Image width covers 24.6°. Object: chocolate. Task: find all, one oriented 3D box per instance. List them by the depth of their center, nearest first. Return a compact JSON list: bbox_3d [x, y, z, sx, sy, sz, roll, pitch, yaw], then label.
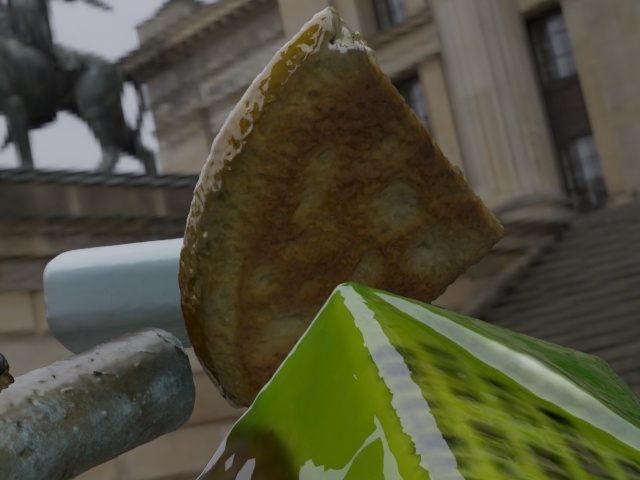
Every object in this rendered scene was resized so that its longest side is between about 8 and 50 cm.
[{"bbox_3d":[0.008,0.190,0.424,0.137,0.301,0.289,29,15,-22],"label":"chocolate"}]

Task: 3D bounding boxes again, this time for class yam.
[{"bbox_3d":[-0.193,0.134,1.070,0.093,0.093,0.259,-19,1,33],"label":"yam"}]

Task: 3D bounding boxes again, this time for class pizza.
[{"bbox_3d":[-0.025,-0.010,1.091,0.258,0.087,0.268,-40,-46,1],"label":"pizza"}]

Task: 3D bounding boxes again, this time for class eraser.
[{"bbox_3d":[-0.080,0.042,1.313,0.290,0.104,0.189,-6,-2,8],"label":"eraser"}]

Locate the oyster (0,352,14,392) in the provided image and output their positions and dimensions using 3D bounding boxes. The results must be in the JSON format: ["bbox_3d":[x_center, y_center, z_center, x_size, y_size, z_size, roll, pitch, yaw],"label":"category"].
[{"bbox_3d":[-0.182,0.069,0.716,0.019,0.054,0.083,24,9,33],"label":"oyster"}]
